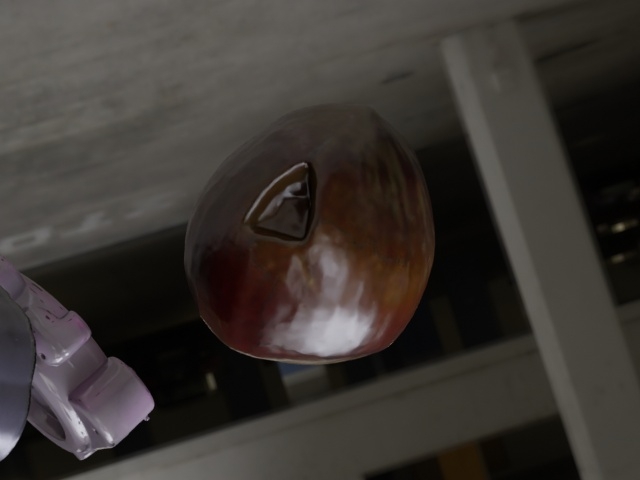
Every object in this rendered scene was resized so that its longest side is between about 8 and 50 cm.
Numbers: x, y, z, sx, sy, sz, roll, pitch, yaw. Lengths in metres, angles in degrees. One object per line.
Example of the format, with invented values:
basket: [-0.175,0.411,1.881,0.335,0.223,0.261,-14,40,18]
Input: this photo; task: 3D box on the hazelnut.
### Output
hazelnut: [0.000,0.000,2.330,0.402,0.402,0.429,-20,-176,22]

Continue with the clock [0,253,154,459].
clock: [-0.402,0.162,2.201,0.113,0.322,0.295,-44,-171,-23]

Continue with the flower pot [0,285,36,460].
flower pot: [-0.522,0.157,1.917,0.265,0.265,0.243,-21,156,33]
